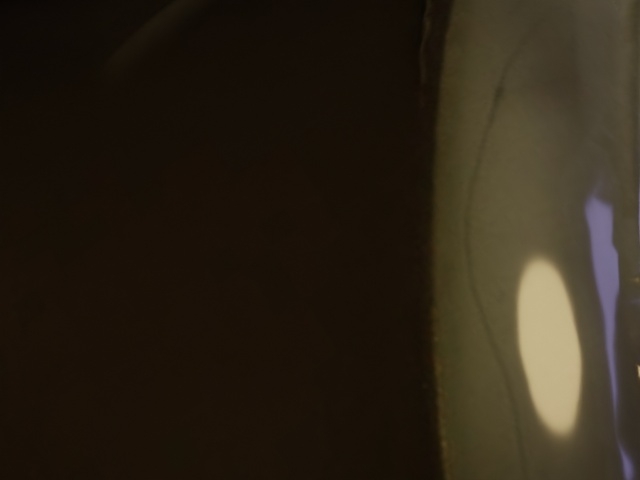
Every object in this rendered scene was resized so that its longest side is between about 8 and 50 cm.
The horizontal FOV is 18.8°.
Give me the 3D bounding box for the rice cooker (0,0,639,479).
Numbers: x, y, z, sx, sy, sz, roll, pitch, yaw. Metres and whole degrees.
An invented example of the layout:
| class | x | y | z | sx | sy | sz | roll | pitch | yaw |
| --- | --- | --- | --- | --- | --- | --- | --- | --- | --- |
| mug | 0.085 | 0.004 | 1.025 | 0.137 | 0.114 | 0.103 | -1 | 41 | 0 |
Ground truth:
| class | x | y | z | sx | sy | sz | roll | pitch | yaw |
| --- | --- | --- | --- | --- | --- | --- | --- | --- | --- |
| rice cooker | -0.023 | 0.074 | 0.539 | 0.335 | 0.325 | 0.335 | -11 | 90 | -68 |
